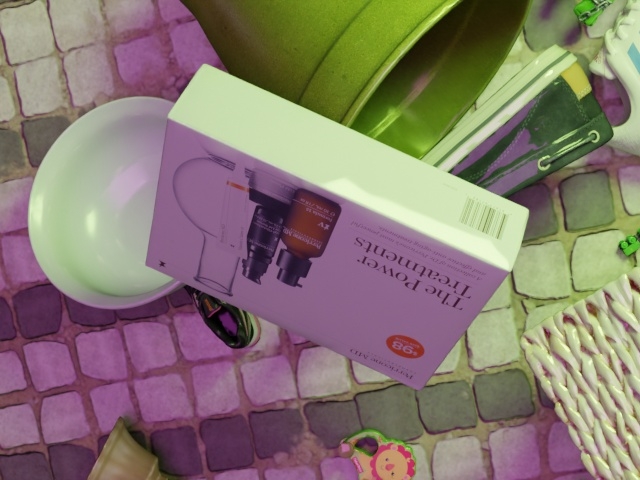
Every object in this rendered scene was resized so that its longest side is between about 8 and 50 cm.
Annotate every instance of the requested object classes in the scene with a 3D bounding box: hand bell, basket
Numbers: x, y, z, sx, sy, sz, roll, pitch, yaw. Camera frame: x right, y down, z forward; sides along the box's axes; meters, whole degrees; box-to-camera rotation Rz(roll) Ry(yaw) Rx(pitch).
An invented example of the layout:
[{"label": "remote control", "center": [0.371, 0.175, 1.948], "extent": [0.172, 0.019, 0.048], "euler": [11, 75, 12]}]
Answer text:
[{"label": "hand bell", "center": [-0.220, 0.371, 1.389], "extent": [0.242, 0.126, 0.126], "euler": [27, 99, -6]}, {"label": "basket", "center": [0.453, 0.181, 1.073], "extent": [0.266, 0.331, 0.328], "euler": [-34, 70, 26]}]

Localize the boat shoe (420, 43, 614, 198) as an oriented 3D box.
[{"label": "boat shoe", "center": [0.166, -0.035, 1.226], "extent": [0.500, 0.187, 0.156], "euler": [-42, 91, 14]}]

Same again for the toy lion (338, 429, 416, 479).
[{"label": "toy lion", "center": [0.087, 0.318, 1.357], "extent": [0.096, 0.034, 0.100], "euler": [-28, 90, 4]}]

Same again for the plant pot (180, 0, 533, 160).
[{"label": "plant pot", "center": [0.012, -0.288, 1.178], "extent": [0.353, 0.366, 0.366], "euler": [44, 101, 16]}]

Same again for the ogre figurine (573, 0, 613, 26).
[{"label": "ogre figurine", "center": [0.352, -0.392, 1.207], "extent": [0.118, 0.097, 0.197], "euler": [-26, 56, 35]}]

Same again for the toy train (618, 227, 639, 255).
[{"label": "toy train", "center": [0.444, -0.008, 1.270], "extent": [0.083, 0.017, 0.023], "euler": [-34, 98, 11]}]

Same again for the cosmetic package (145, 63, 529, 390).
[{"label": "cosmetic package", "center": [0.000, 0.000, 1.056], "extent": [0.377, 0.284, 0.097], "euler": [24, 55, 2]}]

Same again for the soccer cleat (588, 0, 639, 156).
[{"label": "soccer cleat", "center": [0.423, -0.272, 1.201], "extent": [0.143, 0.116, 0.331], "euler": [6, 94, 16]}]

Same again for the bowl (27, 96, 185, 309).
[{"label": "bowl", "center": [-0.245, -0.040, 1.308], "extent": [0.298, 0.134, 0.297], "euler": [-4, 76, 15]}]

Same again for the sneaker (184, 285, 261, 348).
[{"label": "sneaker", "center": [-0.153, 0.082, 1.351], "extent": [0.072, 0.077, 0.178], "euler": [-43, 86, 9]}]
